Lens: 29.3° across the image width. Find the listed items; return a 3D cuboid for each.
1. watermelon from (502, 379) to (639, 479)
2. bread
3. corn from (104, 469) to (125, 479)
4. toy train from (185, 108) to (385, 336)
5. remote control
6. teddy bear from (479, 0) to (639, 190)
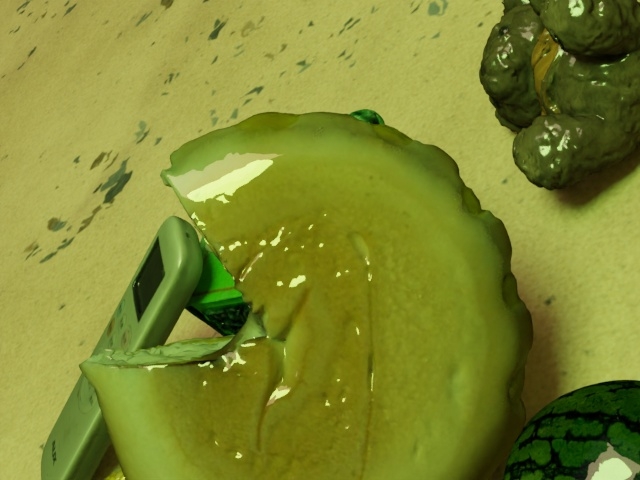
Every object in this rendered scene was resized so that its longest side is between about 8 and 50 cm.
[{"bbox_3d":[0.164,0.156,0.725,0.187,0.141,0.141,-12,46,44],"label":"watermelon"},{"bbox_3d":[0.000,0.078,0.874,0.333,0.333,0.160,-43,-4,2],"label":"bread"},{"bbox_3d":[-0.205,0.278,1.033,0.203,0.072,0.072,-49,35,-6],"label":"corn"},{"bbox_3d":[0.000,0.000,1.069,0.243,0.132,0.188,-13,50,40],"label":"toy train"},{"bbox_3d":[-0.182,0.115,1.106,0.309,0.038,0.090,-59,27,26],"label":"remote control"},{"bbox_3d":[0.201,-0.138,1.012,0.140,0.177,0.190,-7,21,-25],"label":"teddy bear"}]
